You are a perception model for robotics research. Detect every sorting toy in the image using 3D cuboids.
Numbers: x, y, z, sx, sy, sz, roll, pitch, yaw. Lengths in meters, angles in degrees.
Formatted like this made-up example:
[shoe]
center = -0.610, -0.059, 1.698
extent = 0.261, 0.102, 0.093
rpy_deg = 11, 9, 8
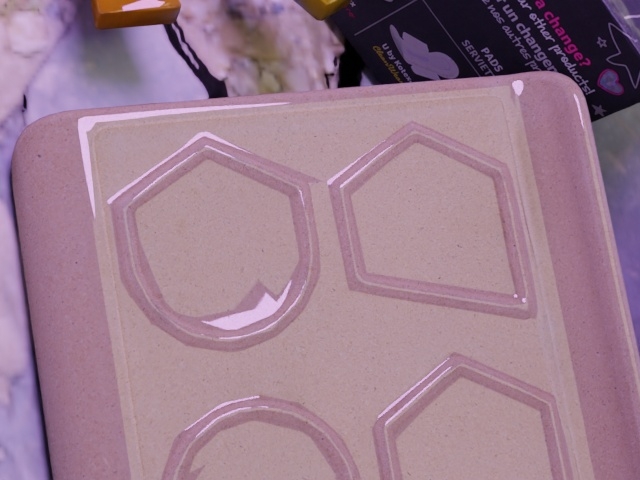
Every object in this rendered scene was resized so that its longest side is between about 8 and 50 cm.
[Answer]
[sorting toy]
center = 0.000, 0.000, 0.607
extent = 0.229, 0.041, 0.307
rpy_deg = -7, 79, -14

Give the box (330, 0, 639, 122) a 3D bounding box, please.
[box]
center = 0.122, -0.172, 0.718
extent = 0.163, 0.142, 0.247
rpy_deg = 52, 54, -11
